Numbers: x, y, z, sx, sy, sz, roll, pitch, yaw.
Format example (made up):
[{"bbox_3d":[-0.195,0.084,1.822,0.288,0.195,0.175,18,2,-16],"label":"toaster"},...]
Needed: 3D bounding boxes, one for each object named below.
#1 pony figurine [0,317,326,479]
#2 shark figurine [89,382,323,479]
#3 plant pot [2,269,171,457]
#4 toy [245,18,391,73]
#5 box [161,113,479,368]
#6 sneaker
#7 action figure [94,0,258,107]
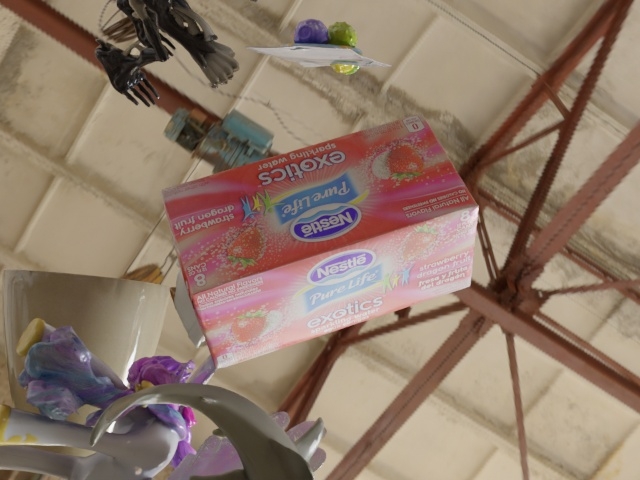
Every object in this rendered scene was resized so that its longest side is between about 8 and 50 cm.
[{"bbox_3d":[-0.205,0.239,0.976,0.363,0.303,0.351,33,-75,-29],"label":"pony figurine"},{"bbox_3d":[-0.063,0.190,0.758,0.166,0.116,0.278,-50,-63,-23],"label":"shark figurine"},{"bbox_3d":[-0.369,0.195,1.293,0.256,0.256,0.274,4,-97,4],"label":"plant pot"},{"bbox_3d":[0.006,-0.265,1.137,0.136,0.237,0.056,4,-86,17],"label":"toy"},{"bbox_3d":[0.000,0.000,0.903,0.299,0.154,0.142,-17,-38,-8],"label":"box"},{"bbox_3d":[-0.131,0.025,1.103,0.123,0.105,0.290,54,-46,15],"label":"sneaker"},{"bbox_3d":[-0.130,-0.245,0.859,0.140,0.164,0.275,31,-28,-20],"label":"action figure"}]
